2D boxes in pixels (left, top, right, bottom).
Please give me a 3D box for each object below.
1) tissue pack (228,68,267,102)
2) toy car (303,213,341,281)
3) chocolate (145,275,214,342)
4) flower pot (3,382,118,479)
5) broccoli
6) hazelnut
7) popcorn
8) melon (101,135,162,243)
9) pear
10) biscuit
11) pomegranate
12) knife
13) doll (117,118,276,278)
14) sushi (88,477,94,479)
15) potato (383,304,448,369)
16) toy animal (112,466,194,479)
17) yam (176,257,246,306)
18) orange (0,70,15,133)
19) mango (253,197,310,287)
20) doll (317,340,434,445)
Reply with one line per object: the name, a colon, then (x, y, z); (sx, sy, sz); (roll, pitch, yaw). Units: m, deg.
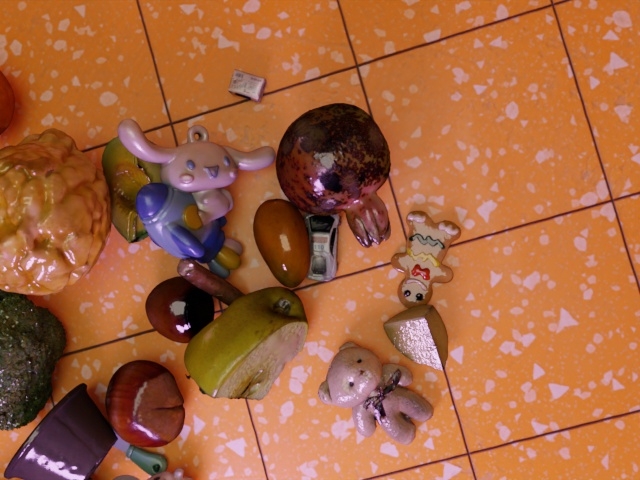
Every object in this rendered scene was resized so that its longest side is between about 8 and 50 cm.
tissue pack: (-0.184, -0.390, 1.650); (0.083, 0.042, 0.062); (17, 89, 6)
toy car: (0.000, 0.000, 1.617); (0.095, 0.056, 0.205); (3, 90, 7)
chocolate: (-0.348, 0.168, 1.609); (0.176, 0.177, 0.177); (0, 89, 6)
flower pot: (-0.602, 0.498, 1.568); (0.166, 0.269, 0.269); (39, 93, 0)
broccoli: (-0.811, 0.283, 1.580); (0.309, 0.321, 0.414); (-14, 104, 14)
hazelnut: (-0.432, 0.399, 1.605); (0.181, 0.181, 0.212); (-3, 90, -23)
popcorn: (-0.644, -0.061, 1.527); (0.344, 0.354, 0.390); (-46, 65, 9)
melon: (-0.457, -0.146, 1.635); (0.169, 0.129, 0.265); (22, 114, 41)
pear: (-0.164, 0.222, 1.534); (0.176, 0.286, 0.282); (41, 93, 24)
biscuit: (0.253, 0.052, 1.602); (0.158, 0.035, 0.240); (14, 90, 8)
pomegranate: (0.053, -0.137, 1.503); (0.285, 0.285, 0.341); (-29, 82, 4)
knife: (-0.504, 0.519, 1.670); (0.260, 0.034, 0.063); (28, 93, 8)
doll: (-0.298, -0.089, 1.546); (0.375, 0.187, 0.366); (6, 95, -14)
sushi: (-0.657, 0.781, 1.604); (0.417, 0.176, 0.418); (0, 87, 4)
potato: (0.239, 0.237, 1.593); (0.120, 0.081, 0.149); (-12, 106, 35)
toy animal: (-0.416, 0.610, 1.584); (0.220, 0.104, 0.131); (10, 132, -15)
yam: (-0.250, 0.113, 1.569); (0.056, 0.241, 0.057); (-22, 48, 26)
orange: (-0.894, -0.354, 1.635); (0.239, 0.240, 0.240); (0, 89, 6)
mango: (-0.089, 0.001, 1.570); (0.120, 0.151, 0.221); (-11, 65, -22)
doll: (0.144, 0.371, 1.562); (0.278, 0.149, 0.175); (35, 59, -7)
